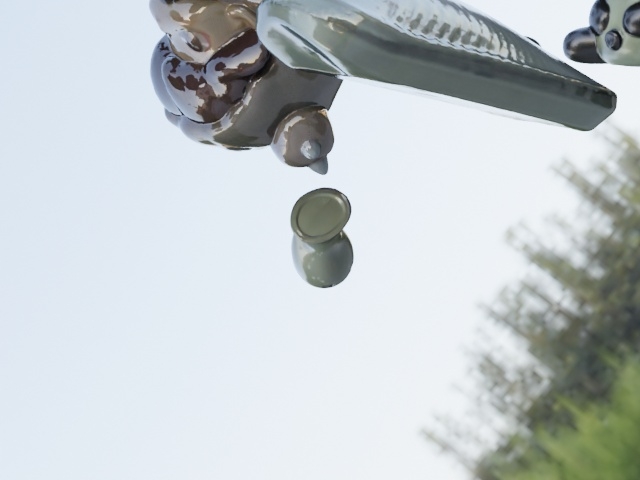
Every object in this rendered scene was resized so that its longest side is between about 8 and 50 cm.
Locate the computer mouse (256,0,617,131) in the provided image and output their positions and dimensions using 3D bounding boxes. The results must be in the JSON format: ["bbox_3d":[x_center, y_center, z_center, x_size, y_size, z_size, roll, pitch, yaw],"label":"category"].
[{"bbox_3d":[0.102,-0.163,1.280,0.331,0.197,0.095,9,-81,-32],"label":"computer mouse"}]

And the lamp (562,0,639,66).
[{"bbox_3d":[0.319,-0.296,1.502,0.198,0.198,0.244,-17,-71,-59],"label":"lamp"}]

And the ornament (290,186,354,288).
[{"bbox_3d":[0.000,0.000,1.703,0.075,0.081,0.156,-42,-17,-13],"label":"ornament"}]

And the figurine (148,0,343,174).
[{"bbox_3d":[-0.100,-0.249,1.519,0.203,0.248,0.380,-36,-56,-18],"label":"figurine"}]
